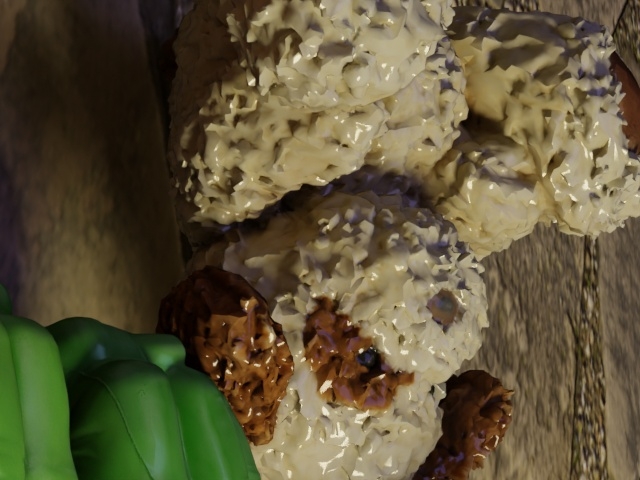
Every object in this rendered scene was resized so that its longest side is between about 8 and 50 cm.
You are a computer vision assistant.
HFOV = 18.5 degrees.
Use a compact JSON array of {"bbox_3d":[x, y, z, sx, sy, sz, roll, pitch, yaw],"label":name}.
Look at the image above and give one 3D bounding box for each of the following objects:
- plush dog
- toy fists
[{"bbox_3d":[0.000,0.000,0.819,0.262,0.210,0.225,25,65,-50],"label":"plush dog"},{"bbox_3d":[-0.116,0.068,0.610,0.279,0.142,0.096,28,57,-60],"label":"toy fists"}]
